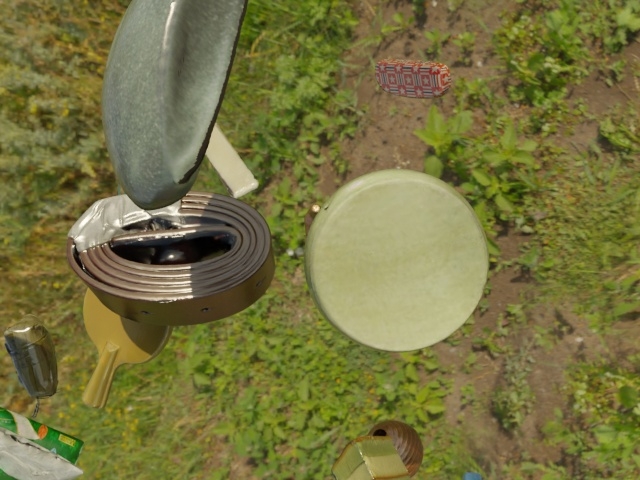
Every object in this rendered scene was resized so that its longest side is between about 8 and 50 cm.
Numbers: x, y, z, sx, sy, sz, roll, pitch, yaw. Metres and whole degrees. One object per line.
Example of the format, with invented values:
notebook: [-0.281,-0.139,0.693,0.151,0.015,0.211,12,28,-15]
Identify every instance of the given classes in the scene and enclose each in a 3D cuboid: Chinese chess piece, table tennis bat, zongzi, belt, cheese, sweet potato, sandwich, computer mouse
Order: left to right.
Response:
zongzi: [-0.583,0.247,1.413,0.178,0.081,0.188,-170,64,-73]
table tennis bat: [-0.400,0.192,1.347,0.198,0.050,0.320,26,103,13]
computer mouse: [-0.162,-0.219,0.745,0.203,0.114,0.373,-15,61,63]
belt: [-0.249,0.025,1.161,0.122,0.339,0.217,89,179,-62]
cheese: [-0.290,-0.264,1.848,0.085,0.034,0.400,-32,62,-9]
sweet potato: [0.000,0.000,1.659,0.072,0.314,0.066,-14,53,0]
sandwich: [0.061,0.410,1.151,0.144,0.187,0.117,-34,65,13]
Chinese chess piece: [0.102,0.028,0.931,0.101,0.250,0.250,-96,15,-83]

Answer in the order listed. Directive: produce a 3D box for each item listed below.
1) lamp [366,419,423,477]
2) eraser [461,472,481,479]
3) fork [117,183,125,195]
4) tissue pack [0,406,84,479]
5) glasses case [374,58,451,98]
lamp: [0.161,0.465,1.512,0.136,0.136,0.136,-2,87,44]
eraser: [0.276,0.648,1.409,0.043,0.144,0.311,15,96,10]
fork: [-0.529,-0.045,1.790,0.039,0.021,0.235,25,119,9]
tissue pack: [-0.515,0.365,1.132,0.156,0.209,0.148,-31,34,41]
glasses case: [0.191,-0.331,1.396,0.194,0.049,0.073,23,135,48]
